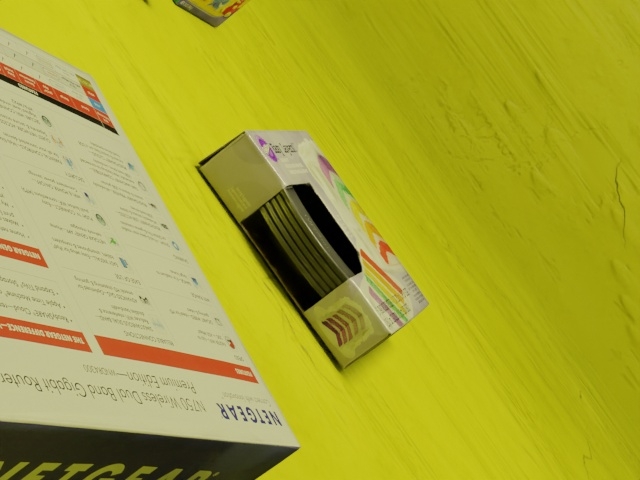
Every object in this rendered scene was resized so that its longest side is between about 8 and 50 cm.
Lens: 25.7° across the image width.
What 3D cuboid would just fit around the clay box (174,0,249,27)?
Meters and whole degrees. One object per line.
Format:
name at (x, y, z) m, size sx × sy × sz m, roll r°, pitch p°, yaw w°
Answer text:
clay box at (-0.082, -0.364, 1.744) m, size 0.053 × 0.222 × 0.127 m, roll 57°, pitch 14°, yaw 15°

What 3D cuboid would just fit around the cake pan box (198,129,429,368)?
cake pan box at (0.000, 0.000, 1.438) m, size 0.246 × 0.070 × 0.267 m, roll 53°, pitch 13°, yaw 6°

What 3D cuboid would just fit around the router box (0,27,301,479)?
router box at (-0.176, 0.001, 0.758) m, size 0.301 × 0.082 × 0.335 m, roll 59°, pitch 14°, yaw 21°
